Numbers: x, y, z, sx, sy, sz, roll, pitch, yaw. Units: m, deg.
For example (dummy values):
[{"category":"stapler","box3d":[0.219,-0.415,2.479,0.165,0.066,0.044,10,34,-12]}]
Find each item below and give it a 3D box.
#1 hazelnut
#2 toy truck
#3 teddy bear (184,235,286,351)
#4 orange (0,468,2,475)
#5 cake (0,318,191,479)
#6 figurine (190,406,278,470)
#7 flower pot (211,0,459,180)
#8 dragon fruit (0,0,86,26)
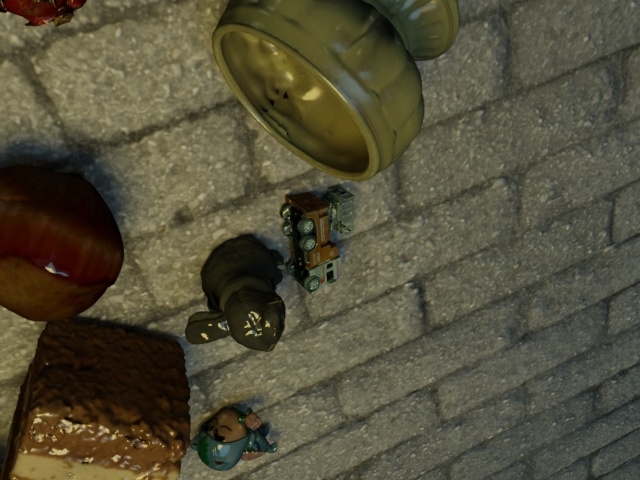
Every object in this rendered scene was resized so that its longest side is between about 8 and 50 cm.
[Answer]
[{"category":"hazelnut","box3d":[-0.377,0.003,0.869,0.230,0.229,0.229,-12,123,-18]},{"category":"toy truck","box3d":[-0.001,0.000,1.118,0.115,0.080,0.177,-19,124,-25]},{"category":"teddy bear","box3d":[-0.135,0.114,1.039,0.171,0.251,0.144,-17,125,3]},{"category":"orange","box3d":[-0.631,0.434,1.018,0.235,0.182,0.234,-7,121,-12]},{"category":"cake","box3d":[-0.373,0.313,1.018,0.256,0.282,0.290,22,112,-27]},{"category":"figurine","box3d":[-0.164,0.391,1.271,0.178,0.114,0.144,12,107,-43]},{"category":"flower pot","box3d":[0.032,-0.258,0.854,0.244,0.308,0.307,-50,129,-15]},{"category":"dragon fruit","box3d":[-0.368,-0.364,0.713,0.126,0.125,0.246,-21,110,4]}]
